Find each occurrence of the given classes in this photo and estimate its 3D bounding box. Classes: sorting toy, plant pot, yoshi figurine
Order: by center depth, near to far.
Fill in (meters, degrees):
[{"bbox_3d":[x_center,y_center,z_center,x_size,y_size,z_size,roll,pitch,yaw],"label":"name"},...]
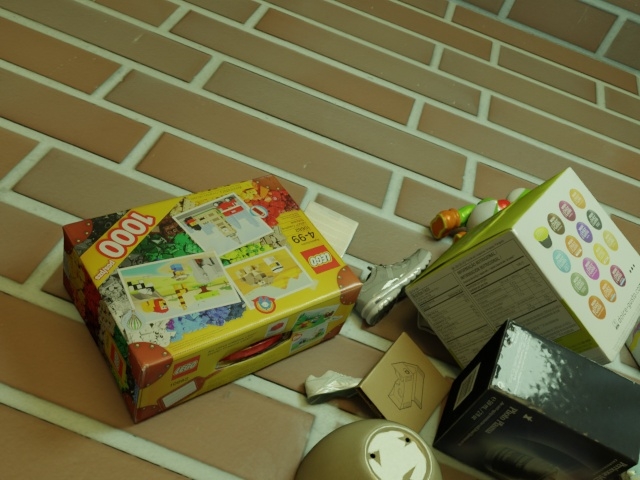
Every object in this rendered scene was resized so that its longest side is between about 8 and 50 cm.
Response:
[{"bbox_3d":[0.110,0.437,1.231,0.284,0.191,0.284,12,44,-11],"label":"plant pot"},{"bbox_3d":[0.266,0.190,1.645,0.083,0.045,0.075,23,51,1],"label":"sorting toy"},{"bbox_3d":[0.495,-0.042,1.904,0.362,0.203,0.203,-19,15,-18],"label":"yoshi figurine"}]

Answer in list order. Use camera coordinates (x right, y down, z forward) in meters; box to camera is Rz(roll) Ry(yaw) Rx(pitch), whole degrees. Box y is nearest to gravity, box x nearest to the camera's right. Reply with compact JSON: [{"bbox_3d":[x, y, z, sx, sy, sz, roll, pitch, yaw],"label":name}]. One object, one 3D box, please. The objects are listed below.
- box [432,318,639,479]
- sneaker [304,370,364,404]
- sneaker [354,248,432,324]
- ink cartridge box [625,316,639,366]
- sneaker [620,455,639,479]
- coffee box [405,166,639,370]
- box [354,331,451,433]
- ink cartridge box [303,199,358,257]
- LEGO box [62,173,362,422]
[{"bbox_3d":[0.425,0.353,1.347,0.294,0.296,0.182,25,51,5],"label":"box"},{"bbox_3d":[0.039,0.301,1.436,0.152,0.053,0.061,-2,46,-22],"label":"sneaker"},{"bbox_3d":[0.172,0.084,1.662,0.115,0.105,0.281,39,47,18],"label":"sneaker"},{"bbox_3d":[0.917,0.262,1.766,0.207,0.119,0.353,1,46,-18],"label":"ink cartridge box"},{"bbox_3d":[0.650,0.477,1.466,0.208,0.127,0.319,16,51,14],"label":"sneaker"},{"bbox_3d":[0.469,0.101,1.526,0.334,0.338,0.338,53,47,1],"label":"coffee box"},{"bbox_3d":[0.180,0.316,1.460,0.164,0.021,0.201,50,48,0],"label":"box"},{"bbox_3d":[0.000,0.000,1.740,0.145,0.045,0.179,26,62,3],"label":"ink cartridge box"},{"bbox_3d":[-0.231,0.093,1.433,0.500,0.193,0.372,-19,56,-34],"label":"LEGO box"}]
